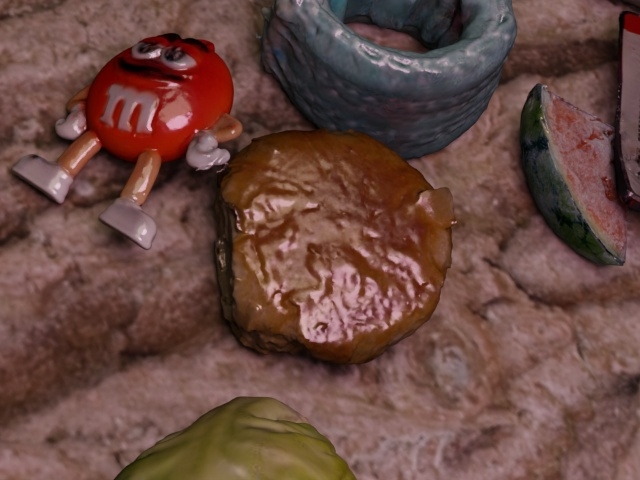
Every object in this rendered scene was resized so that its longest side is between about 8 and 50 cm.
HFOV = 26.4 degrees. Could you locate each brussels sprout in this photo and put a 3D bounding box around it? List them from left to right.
[{"bbox_3d":[-0.063,0.231,0.972,0.244,0.244,0.244,5,61,-9],"label":"brussels sprout"}]

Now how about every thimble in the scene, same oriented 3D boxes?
[{"bbox_3d":[0.058,-0.190,1.267,0.235,0.143,0.198,6,60,-7],"label":"thimble"}]

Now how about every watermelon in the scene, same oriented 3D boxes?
[{"bbox_3d":[0.250,-0.059,1.284,0.139,0.071,0.187,-13,76,-37],"label":"watermelon"}]

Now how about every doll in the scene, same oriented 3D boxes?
[{"bbox_3d":[-0.149,-0.107,1.206,0.183,0.085,0.217,26,63,25],"label":"doll"}]

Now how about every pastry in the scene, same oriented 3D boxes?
[{"bbox_3d":[0.000,0.000,1.176,0.218,0.100,0.229,-39,80,-23],"label":"pastry"}]

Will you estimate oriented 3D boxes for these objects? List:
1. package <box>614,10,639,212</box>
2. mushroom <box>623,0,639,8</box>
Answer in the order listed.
[{"bbox_3d":[0.344,-0.103,1.315,0.154,0.030,0.239,28,56,-26],"label":"package"},{"bbox_3d":[0.388,-0.288,1.397,0.407,0.137,0.154,33,48,14],"label":"mushroom"}]
